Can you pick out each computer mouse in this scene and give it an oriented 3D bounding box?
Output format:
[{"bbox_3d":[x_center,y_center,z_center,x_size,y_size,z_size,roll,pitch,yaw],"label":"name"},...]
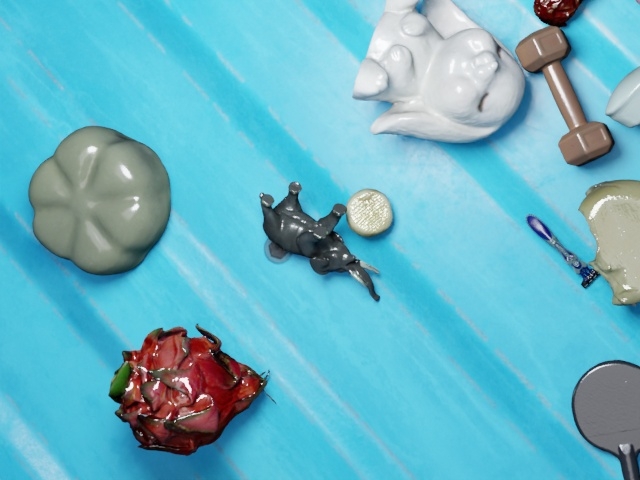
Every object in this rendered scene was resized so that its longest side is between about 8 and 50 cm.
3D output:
[{"bbox_3d":[0.552,-0.258,1.706,0.230,0.128,0.079,-31,94,18],"label":"computer mouse"}]

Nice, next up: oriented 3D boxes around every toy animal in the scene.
[{"bbox_3d":[0.206,-0.279,1.784,0.264,0.206,0.272,19,76,2],"label":"toy animal"},{"bbox_3d":[0.004,-0.003,1.870,0.269,0.137,0.082,34,60,10],"label":"toy animal"}]

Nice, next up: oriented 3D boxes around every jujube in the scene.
[{"bbox_3d":[0.404,-0.429,1.760,0.104,0.104,0.166,38,100,12],"label":"jujube"}]

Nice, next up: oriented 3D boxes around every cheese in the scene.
[{"bbox_3d":[0.504,-0.010,1.746,0.175,0.091,0.203,-33,81,14],"label":"cheese"}]

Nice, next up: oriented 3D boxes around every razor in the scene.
[{"bbox_3d":[0.399,0.011,1.806,0.154,0.028,0.044,46,102,10],"label":"razor"}]

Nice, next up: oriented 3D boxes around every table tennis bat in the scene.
[{"bbox_3d":[0.498,0.315,1.786,0.150,0.027,0.237,-11,87,15],"label":"table tennis bat"}]

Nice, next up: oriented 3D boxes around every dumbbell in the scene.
[{"bbox_3d":[0.398,-0.236,1.770,0.092,0.082,0.231,-22,84,-9],"label":"dumbbell"}]

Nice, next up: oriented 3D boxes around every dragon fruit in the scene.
[{"bbox_3d":[-0.220,0.270,1.895,0.292,0.234,0.234,6,93,-6],"label":"dragon fruit"}]

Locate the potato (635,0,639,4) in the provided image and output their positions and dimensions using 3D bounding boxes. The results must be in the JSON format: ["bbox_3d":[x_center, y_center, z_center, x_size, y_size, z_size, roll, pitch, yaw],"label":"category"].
[{"bbox_3d":[0.622,-0.472,1.661,0.229,0.229,0.266,43,86,11],"label":"potato"}]

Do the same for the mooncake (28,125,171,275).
[{"bbox_3d":[-0.406,-0.072,1.979,0.274,0.135,0.275,2,95,18],"label":"mooncake"}]

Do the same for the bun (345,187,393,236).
[{"bbox_3d":[0.084,-0.049,1.882,0.086,0.055,0.086,0,91,1],"label":"bun"}]
